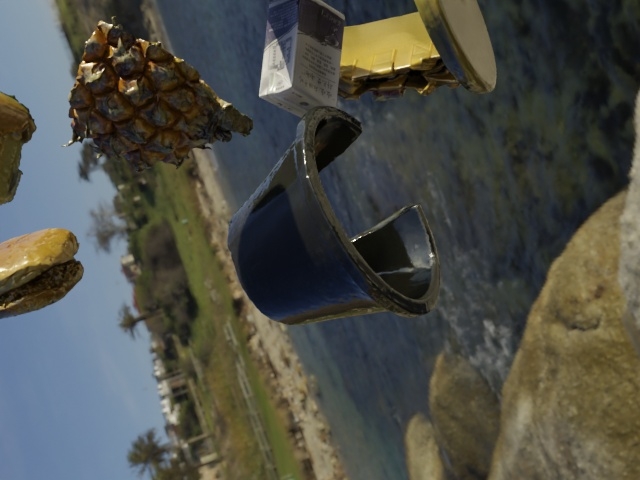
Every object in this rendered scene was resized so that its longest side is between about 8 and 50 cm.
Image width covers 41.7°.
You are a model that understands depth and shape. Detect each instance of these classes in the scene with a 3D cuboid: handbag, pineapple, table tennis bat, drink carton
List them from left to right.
[{"bbox_3d":[-0.286,-0.189,1.470,0.286,0.209,0.344,29,169,3],"label":"pineapple"},{"bbox_3d":[-0.035,-0.376,1.714,0.134,0.102,0.222,21,-112,-46],"label":"drink carton"},{"bbox_3d":[0.162,-0.406,1.914,0.283,0.401,0.133,-68,-33,-55],"label":"handbag"},{"bbox_3d":[0.117,-0.302,0.866,0.198,0.050,0.320,-18,-92,-63],"label":"table tennis bat"}]

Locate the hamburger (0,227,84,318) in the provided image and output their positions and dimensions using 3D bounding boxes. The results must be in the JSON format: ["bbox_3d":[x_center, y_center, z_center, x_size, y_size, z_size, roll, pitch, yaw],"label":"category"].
[{"bbox_3d":[-0.731,0.086,2.031,0.318,0.319,0.158,-137,26,-72],"label":"hamburger"}]

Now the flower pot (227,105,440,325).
[{"bbox_3d":[0.000,0.000,1.402,0.379,0.251,0.379,43,-148,-35],"label":"flower pot"}]

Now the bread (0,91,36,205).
[{"bbox_3d":[-0.529,-0.141,1.122,0.133,0.252,0.174,-115,43,-77],"label":"bread"}]
